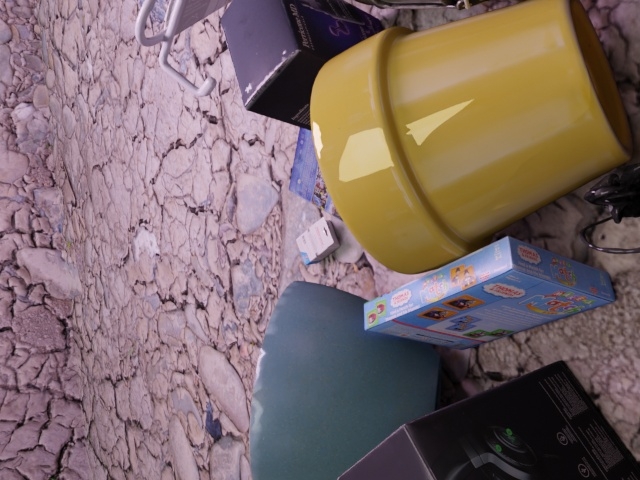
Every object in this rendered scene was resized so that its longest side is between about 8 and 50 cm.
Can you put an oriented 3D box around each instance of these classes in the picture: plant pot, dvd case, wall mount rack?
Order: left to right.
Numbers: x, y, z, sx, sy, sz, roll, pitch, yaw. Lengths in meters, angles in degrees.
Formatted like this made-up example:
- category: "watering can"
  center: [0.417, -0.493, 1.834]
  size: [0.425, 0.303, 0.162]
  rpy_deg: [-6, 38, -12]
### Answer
- category: "wall mount rack"
  center: [-0.100, -0.375, 0.866]
  size: [0.130, 0.350, 0.304]
  rpy_deg: [37, 135, -3]
- category: "dvd case"
  center: [0.047, -0.117, 0.891]
  size: [0.253, 0.022, 0.180]
  rpy_deg: [33, 118, 44]
- category: "plant pot"
  center: [0.051, 0.202, 0.770]
  size: [0.195, 0.290, 0.290]
  rpy_deg: [3, 100, 14]
- category: "plant pot"
  center: [0.157, -0.116, 0.600]
  size: [0.239, 0.254, 0.254]
  rpy_deg: [-20, 80, 35]

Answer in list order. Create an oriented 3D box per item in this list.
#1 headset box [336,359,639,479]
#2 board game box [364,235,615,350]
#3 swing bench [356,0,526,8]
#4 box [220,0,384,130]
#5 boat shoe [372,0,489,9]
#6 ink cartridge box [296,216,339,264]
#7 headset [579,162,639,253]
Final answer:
- category: "headset box"
  center: [0.188, 0.276, 0.570]
  size: [0.246, 0.283, 0.131]
  rpy_deg: [59, 135, 26]
- category: "board game box"
  center: [0.175, 0.068, 0.654]
  size: [0.211, 0.160, 0.039]
  rpy_deg: [-32, 50, 48]
- category: "swing bench"
  center: [0.123, -0.391, 0.648]
  size: [0.253, 0.165, 0.255]
  rpy_deg: [20, 110, 46]
- category: "box"
  center: [-0.004, -0.229, 0.769]
  size: [0.108, 0.207, 0.153]
  rpy_deg: [-37, 59, 37]
- category: "boat shoe"
  center: [0.134, -0.242, 0.546]
  size: [0.219, 0.078, 0.070]
  rpy_deg: [19, 73, 51]
- category: "ink cartridge box"
  center: [0.000, 0.000, 0.959]
  size: [0.083, 0.028, 0.048]
  rpy_deg: [-39, 66, 46]
- category: "headset"
  center: [0.371, 0.078, 0.449]
  size: [0.394, 0.185, 0.243]
  rpy_deg: [44, 112, 25]
